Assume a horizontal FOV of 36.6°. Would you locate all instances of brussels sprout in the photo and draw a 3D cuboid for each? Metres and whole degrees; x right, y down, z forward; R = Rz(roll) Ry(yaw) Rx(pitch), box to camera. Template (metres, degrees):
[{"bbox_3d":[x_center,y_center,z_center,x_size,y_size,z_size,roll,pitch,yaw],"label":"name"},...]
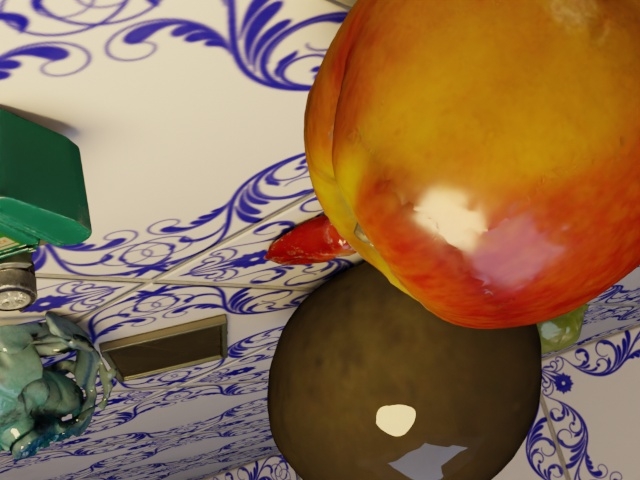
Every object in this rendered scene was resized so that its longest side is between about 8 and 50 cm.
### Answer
[{"bbox_3d":[0.357,0.103,1.575,0.151,0.149,0.122,-51,152,-15],"label":"brussels sprout"}]

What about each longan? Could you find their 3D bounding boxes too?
[{"bbox_3d":[0.110,0.186,1.297,0.404,0.336,0.404,-44,-172,7],"label":"longan"}]

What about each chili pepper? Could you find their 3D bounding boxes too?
[{"bbox_3d":[0.001,-0.001,1.061,0.059,0.050,0.191,-4,172,-44],"label":"chili pepper"}]

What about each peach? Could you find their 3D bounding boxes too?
[{"bbox_3d":[0.125,-0.080,0.605,0.281,0.238,0.281,-17,126,-25],"label":"peach"}]

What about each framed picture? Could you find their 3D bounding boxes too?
[{"bbox_3d":[-0.229,0.168,1.462,0.184,0.016,0.250,-13,163,-8],"label":"framed picture"}]

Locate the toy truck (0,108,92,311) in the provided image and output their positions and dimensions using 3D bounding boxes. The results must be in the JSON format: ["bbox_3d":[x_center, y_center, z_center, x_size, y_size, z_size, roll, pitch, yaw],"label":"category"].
[{"bbox_3d":[-0.289,-0.007,0.679,0.253,0.114,0.124,-15,150,-1],"label":"toy truck"}]

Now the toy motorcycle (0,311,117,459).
[{"bbox_3d":[-0.366,0.178,1.174,0.206,0.154,0.260,-39,159,-2],"label":"toy motorcycle"}]
